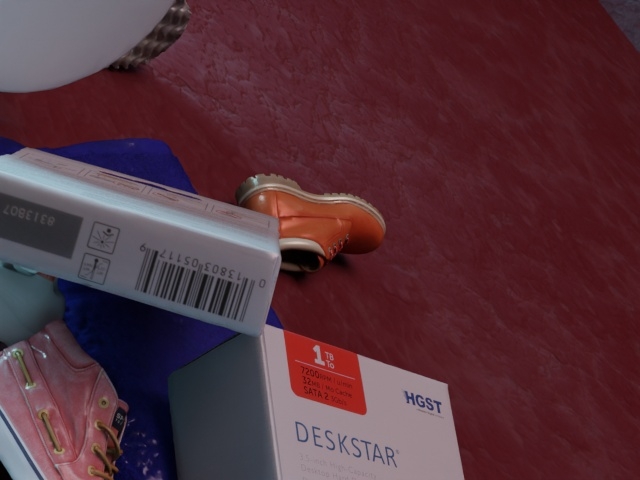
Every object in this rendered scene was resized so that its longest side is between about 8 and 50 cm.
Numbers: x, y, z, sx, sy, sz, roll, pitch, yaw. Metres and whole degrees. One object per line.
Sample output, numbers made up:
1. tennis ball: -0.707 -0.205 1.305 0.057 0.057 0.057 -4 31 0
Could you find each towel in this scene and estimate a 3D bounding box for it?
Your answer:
1. towel: -0.128 0.061 1.207 0.228 0.076 0.308 -2 53 -50

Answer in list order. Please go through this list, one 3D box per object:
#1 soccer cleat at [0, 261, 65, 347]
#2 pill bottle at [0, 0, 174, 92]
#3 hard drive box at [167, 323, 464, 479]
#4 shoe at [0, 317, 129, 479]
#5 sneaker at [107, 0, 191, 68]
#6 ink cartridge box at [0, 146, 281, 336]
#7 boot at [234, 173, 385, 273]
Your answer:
1. soccer cleat: -0.253 0.014 1.081 0.196 0.076 0.068 28 2 0
2. pill bottle: -0.263 -0.302 1.232 0.224 0.224 0.392 11 37 -52
3. hard drive box: 0.008 0.189 1.075 0.181 0.089 0.232 20 49 -41
4. shoe: -0.141 0.131 1.031 0.178 0.081 0.063 53 -13 19
5. sneaker: -0.236 -0.253 1.469 0.293 0.102 0.146 21 34 -44
6. ink cartridge box: -0.119 -0.005 1.089 0.189 0.066 0.232 16 1 -3
7. boot: 0.000 0.000 1.519 0.158 0.059 0.084 12 43 -38
